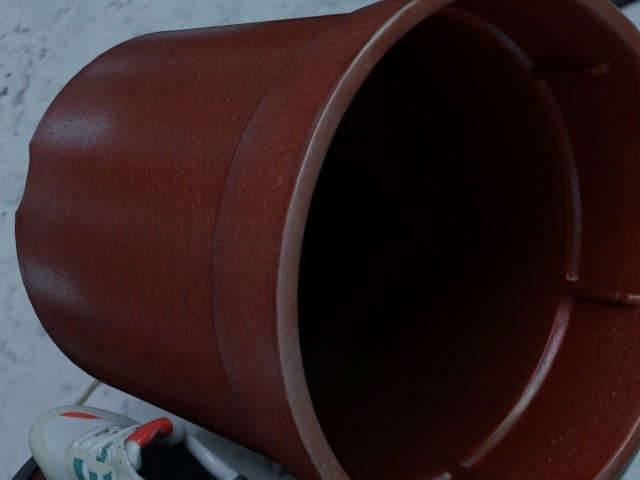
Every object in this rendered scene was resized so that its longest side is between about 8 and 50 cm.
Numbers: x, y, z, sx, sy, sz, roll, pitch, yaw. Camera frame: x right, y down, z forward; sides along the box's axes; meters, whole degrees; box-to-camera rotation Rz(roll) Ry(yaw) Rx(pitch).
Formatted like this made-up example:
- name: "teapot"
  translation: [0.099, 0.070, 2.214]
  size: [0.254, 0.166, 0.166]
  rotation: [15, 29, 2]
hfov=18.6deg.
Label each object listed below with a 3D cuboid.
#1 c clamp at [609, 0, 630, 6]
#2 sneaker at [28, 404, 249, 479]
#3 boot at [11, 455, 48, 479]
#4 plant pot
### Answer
- name: "c clamp"
  translation: [0.201, -0.124, 1.111]
  size: [0.161, 0.022, 0.137]
  rotation: [-19, 45, 18]
- name: "sneaker"
  translation: [-0.086, 0.106, 0.953]
  size: [0.161, 0.075, 0.057]
  rotation: [28, 53, 37]
- name: "boot"
  translation: [-0.037, 0.190, 0.940]
  size: [0.280, 0.096, 0.264]
  rotation: [-10, 37, 19]
- name: "plant pot"
  translation: [0.000, 0.000, 0.976]
  size: [0.265, 0.272, 0.272]
  rotation: [9, 58, 49]
